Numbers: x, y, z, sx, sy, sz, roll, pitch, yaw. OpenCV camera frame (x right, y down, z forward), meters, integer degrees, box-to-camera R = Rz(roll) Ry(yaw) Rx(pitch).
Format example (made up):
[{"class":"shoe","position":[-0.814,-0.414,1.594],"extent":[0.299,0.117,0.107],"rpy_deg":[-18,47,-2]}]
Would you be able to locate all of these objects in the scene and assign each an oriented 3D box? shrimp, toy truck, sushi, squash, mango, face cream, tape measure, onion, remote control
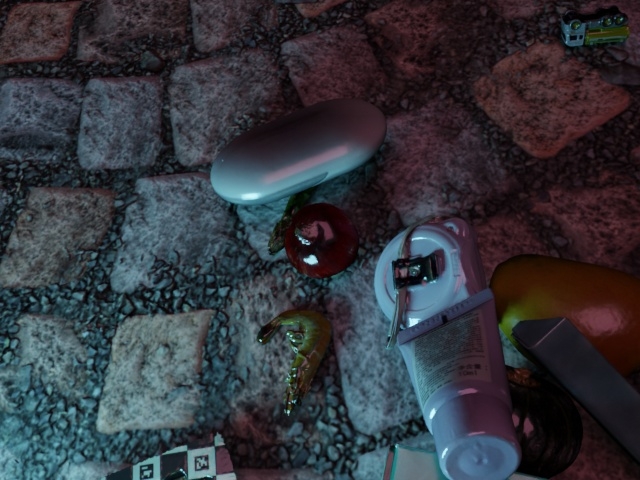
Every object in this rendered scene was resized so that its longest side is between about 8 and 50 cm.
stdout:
[{"class":"shrimp","position":[-0.056,0.185,1.071],"extent":[0.124,0.034,0.178],"rpy_deg":[14,65,20]},{"class":"toy truck","position":[0.519,-0.401,1.255],"extent":[0.123,0.063,0.052],"rpy_deg":[-4,41,8]},{"class":"sushi","position":[-0.243,0.417,0.978],"extent":[0.279,0.043,0.193],"rpy_deg":[-24,62,-3]},{"class":"squash","position":[0.252,0.243,0.901],"extent":[0.193,0.193,0.156],"rpy_deg":[40,98,25]},{"class":"mango","position":[0.369,0.116,0.974],"extent":[0.254,0.139,0.175],"rpy_deg":[12,60,26]},{"class":"face cream","position":[0.173,0.170,0.834],"extent":[0.154,0.096,0.274],"rpy_deg":[-32,26,18]},{"class":"tape measure","position":[0.166,0.065,1.024],"extent":[0.178,0.105,0.196],"rpy_deg":[-27,61,30]},{"class":"onion","position":[0.000,0.000,1.108],"extent":[0.131,0.131,0.131],"rpy_deg":[-4,62,8]},{"class":"remote control","position":[-0.040,-0.163,1.191],"extent":[0.332,0.103,0.221],"rpy_deg":[-20,34,-2]}]

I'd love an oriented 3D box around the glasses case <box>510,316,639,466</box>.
[{"class":"glasses case","position":[0.363,0.213,0.870],"extent":[0.266,0.105,0.056],"rpy_deg":[45,70,-6]}]

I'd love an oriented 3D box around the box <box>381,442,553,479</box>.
[{"class":"box","position":[0.231,0.363,0.831],"extent":[0.311,0.205,0.118],"rpy_deg":[10,62,14]}]

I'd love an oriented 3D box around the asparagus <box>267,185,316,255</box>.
[{"class":"asparagus","position":[-0.054,-0.042,1.189],"extent":[0.036,0.030,0.165],"rpy_deg":[24,68,1]}]
